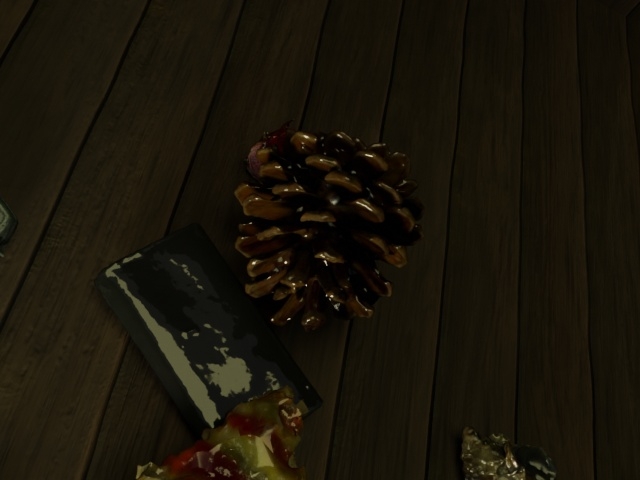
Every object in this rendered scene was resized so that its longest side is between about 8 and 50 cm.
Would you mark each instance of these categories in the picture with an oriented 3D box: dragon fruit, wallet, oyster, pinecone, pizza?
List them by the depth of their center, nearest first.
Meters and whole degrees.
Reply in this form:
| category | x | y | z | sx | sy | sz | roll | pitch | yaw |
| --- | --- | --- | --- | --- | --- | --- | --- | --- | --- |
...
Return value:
| category | x | y | z | sx | sy | sz | roll | pitch | yaw |
| --- | --- | --- | --- | --- | --- | --- | --- | --- | --- |
| pizza | -0.136 | 0.385 | 1.192 | 0.439 | 0.130 | 0.406 | 17 | 60 | 1 |
| wallet | -0.192 | 0.178 | 1.387 | 0.228 | 0.062 | 0.406 | -30 | 82 | -35 |
| pinecone | 0.000 | 0.000 | 1.454 | 0.384 | 0.384 | 0.384 | 14 | 56 | -21 |
| oyster | 0.416 | 0.486 | 1.528 | 0.221 | 0.096 | 0.361 | -24 | 77 | -44 |
| dragon fruit | -0.100 | -0.172 | 1.644 | 0.102 | 0.096 | 0.147 | -32 | 122 | -34 |

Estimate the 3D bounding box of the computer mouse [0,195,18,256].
| category | x | y | z | sx | sy | sz | roll | pitch | yaw |
| --- | --- | --- | --- | --- | --- | --- | --- | --- | --- |
| computer mouse | -0.592 | -0.063 | 1.326 | 0.113 | 0.068 | 0.229 | -35 | 93 | -20 |
